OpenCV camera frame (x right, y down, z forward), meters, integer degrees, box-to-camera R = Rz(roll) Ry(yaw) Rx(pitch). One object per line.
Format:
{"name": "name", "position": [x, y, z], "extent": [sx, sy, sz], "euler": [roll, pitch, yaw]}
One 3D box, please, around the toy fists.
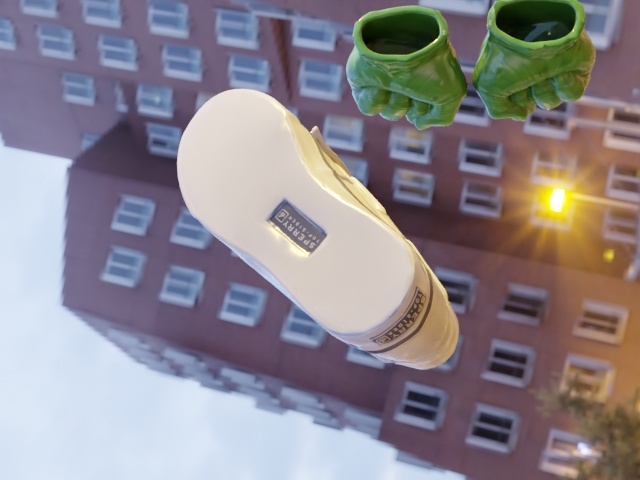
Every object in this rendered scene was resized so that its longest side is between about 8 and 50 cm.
{"name": "toy fists", "position": [0.169, -0.193, 1.353], "extent": [0.142, 0.279, 0.096], "euler": [72, -166, -63]}

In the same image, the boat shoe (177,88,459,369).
{"name": "boat shoe", "position": [0.007, -0.006, 1.079], "extent": [0.136, 0.367, 0.156], "euler": [-49, -44, 0]}
